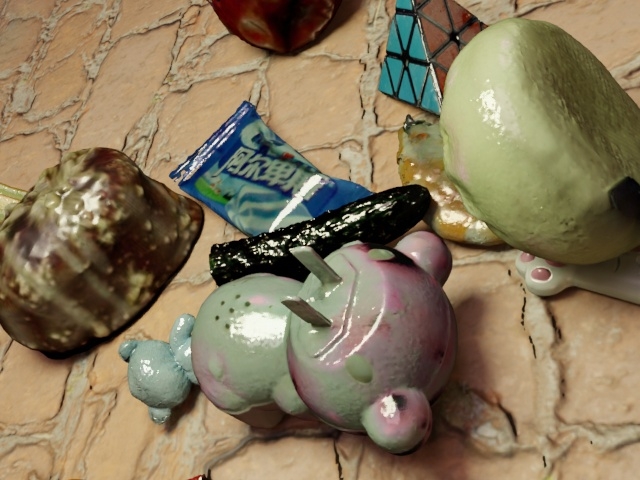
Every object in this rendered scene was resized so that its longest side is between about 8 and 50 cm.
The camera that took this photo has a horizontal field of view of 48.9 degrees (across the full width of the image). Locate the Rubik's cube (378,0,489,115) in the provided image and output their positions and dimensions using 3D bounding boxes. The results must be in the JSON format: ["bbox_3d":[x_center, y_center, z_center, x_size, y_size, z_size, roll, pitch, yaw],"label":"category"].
[{"bbox_3d":[0.167,-0.257,1.056,0.178,0.190,0.211,-21,76,56],"label":"Rubik's cube"}]

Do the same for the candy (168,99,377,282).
[{"bbox_3d":[-0.078,-0.080,1.050,0.187,0.077,0.331,-46,54,-4],"label":"candy"}]

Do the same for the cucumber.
[{"bbox_3d":[0.000,0.000,0.905,0.303,0.072,0.081,-16,75,19],"label":"cucumber"}]

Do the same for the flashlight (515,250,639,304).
[{"bbox_3d":[0.316,0.032,0.775,0.200,0.047,0.093,14,61,36],"label":"flashlight"}]

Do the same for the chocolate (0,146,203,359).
[{"bbox_3d":[-0.366,0.002,1.062,0.340,0.210,0.225,-45,51,-7],"label":"chocolate"}]

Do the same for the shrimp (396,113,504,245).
[{"bbox_3d":[0.219,-0.076,0.893,0.287,0.068,0.185,1,60,27],"label":"shrimp"}]

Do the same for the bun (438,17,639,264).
[{"bbox_3d":[0.226,-0.091,0.756,0.179,0.283,0.283,-39,39,43],"label":"bun"}]

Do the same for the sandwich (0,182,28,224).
[{"bbox_3d":[-0.546,-0.057,1.265,0.163,0.113,0.079,0,58,28],"label":"sandwich"}]

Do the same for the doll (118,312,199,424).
[{"bbox_3d":[-0.173,0.157,0.945,0.179,0.075,0.120,-26,77,-17],"label":"doll"}]

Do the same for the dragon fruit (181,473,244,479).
[{"bbox_3d":[-0.121,0.365,0.655,0.307,0.243,0.227,6,22,36],"label":"dragon fruit"}]

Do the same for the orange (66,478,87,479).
[{"bbox_3d":[-0.308,0.339,0.877,0.083,0.083,0.084,-14,52,19],"label":"orange"}]

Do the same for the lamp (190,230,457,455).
[{"bbox_3d":[-0.006,0.097,0.782,0.301,0.247,0.247,-7,52,34],"label":"lamp"}]

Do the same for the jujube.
[{"bbox_3d":[-0.097,-0.495,1.262,0.258,0.258,0.377,-34,42,3],"label":"jujube"}]
